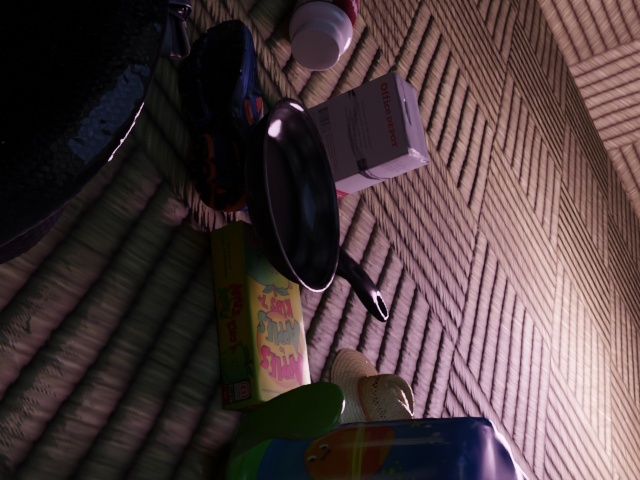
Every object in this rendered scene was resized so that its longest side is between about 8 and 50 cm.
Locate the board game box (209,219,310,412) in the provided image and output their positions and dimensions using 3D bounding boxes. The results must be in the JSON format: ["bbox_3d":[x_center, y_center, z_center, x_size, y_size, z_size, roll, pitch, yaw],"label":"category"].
[{"bbox_3d":[-0.059,0.079,0.877,0.092,0.043,0.181,24,53,-54],"label":"board game box"}]

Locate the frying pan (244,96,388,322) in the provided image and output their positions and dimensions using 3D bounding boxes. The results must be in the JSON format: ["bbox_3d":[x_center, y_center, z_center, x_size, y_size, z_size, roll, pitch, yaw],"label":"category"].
[{"bbox_3d":[-0.002,-0.029,0.941,0.326,0.053,0.197,34,50,-65],"label":"frying pan"}]

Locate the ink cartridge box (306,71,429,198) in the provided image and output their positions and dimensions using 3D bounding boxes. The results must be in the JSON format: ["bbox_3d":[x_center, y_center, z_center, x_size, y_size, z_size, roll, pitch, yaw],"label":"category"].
[{"bbox_3d":[0.049,-0.125,1.078,0.063,0.151,0.109,19,57,-55],"label":"ink cartridge box"}]

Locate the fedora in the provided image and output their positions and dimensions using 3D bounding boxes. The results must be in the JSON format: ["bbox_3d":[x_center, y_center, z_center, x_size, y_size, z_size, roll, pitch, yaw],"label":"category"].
[{"bbox_3d":[-0.233,-0.102,0.534,0.152,0.334,0.334,90,-2,-61],"label":"fedora"}]

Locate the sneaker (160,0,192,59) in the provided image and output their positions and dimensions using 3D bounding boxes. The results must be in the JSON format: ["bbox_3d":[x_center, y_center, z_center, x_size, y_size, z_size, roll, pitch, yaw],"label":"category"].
[{"bbox_3d":[-0.131,-0.253,0.777,0.086,0.226,0.163,1,75,-40],"label":"sneaker"}]

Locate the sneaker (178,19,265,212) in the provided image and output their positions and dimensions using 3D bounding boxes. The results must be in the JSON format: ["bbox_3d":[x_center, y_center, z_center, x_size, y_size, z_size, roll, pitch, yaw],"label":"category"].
[{"bbox_3d":[-0.093,-0.129,0.926,0.087,0.083,0.221,27,58,-63],"label":"sneaker"}]

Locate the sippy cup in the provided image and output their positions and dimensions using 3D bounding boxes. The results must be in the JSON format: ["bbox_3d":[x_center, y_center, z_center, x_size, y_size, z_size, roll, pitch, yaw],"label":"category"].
[{"bbox_3d":[0.067,0.262,0.798,0.305,0.224,0.240,24,53,-54],"label":"sippy cup"}]

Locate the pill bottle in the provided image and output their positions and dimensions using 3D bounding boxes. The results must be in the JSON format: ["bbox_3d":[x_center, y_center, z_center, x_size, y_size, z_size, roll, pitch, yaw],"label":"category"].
[{"bbox_3d":[0.005,-0.297,1.175,0.086,0.086,0.152,49,35,-34],"label":"pill bottle"}]

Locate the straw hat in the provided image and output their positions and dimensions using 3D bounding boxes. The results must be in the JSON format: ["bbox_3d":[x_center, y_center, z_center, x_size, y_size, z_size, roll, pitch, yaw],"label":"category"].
[{"bbox_3d":[0.075,0.188,1.025,0.144,0.061,0.144,39,41,-44],"label":"straw hat"}]
